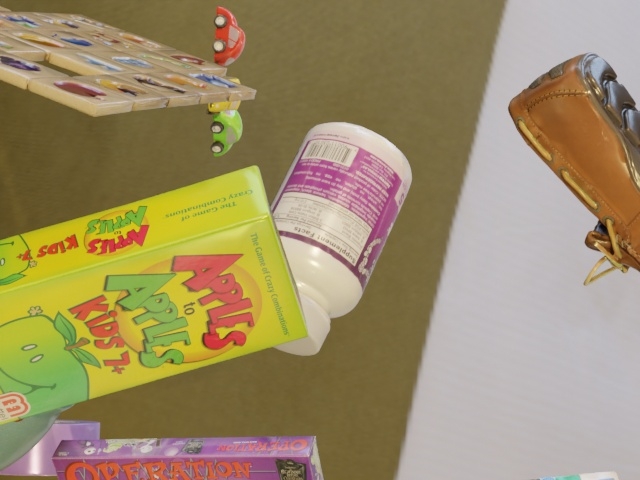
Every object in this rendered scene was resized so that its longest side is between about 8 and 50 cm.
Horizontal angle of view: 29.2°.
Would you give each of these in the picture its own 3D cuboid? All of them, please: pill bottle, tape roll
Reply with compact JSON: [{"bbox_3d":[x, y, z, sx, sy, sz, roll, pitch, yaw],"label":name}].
[{"bbox_3d":[0.000,0.000,1.694,0.169,0.169,0.301,41,62,-31],"label":"pill bottle"},{"bbox_3d":[-0.444,0.324,1.936,0.189,0.189,0.080,8,82,-40],"label":"tape roll"}]

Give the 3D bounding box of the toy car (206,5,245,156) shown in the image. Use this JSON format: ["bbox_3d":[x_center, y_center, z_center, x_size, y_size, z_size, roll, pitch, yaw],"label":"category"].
[{"bbox_3d":[-0.152,-0.232,2.009,0.225,0.053,0.239,94,-2,-46],"label":"toy car"}]

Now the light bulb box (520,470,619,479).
[{"bbox_3d":[0.189,0.482,1.329,0.225,0.361,0.358,4,56,-38],"label":"light bulb box"}]

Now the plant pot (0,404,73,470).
[{"bbox_3d":[-0.431,0.159,1.582,0.293,0.196,0.293,-18,90,-76],"label":"plant pot"}]

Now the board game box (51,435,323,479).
[{"bbox_3d":[-0.161,0.350,1.602,0.056,0.346,0.208,-65,148,-62],"label":"board game box"}]

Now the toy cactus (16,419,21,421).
[{"bbox_3d":[-0.395,0.112,1.348,0.219,0.112,0.180,27,111,-22],"label":"toy cactus"}]

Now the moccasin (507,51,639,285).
[{"bbox_3d":[0.354,-0.028,1.403,0.380,0.147,0.139,49,38,-10],"label":"moccasin"}]

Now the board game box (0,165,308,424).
[{"bbox_3d":[-0.106,0.031,0.646,0.181,0.043,0.092,-16,132,0],"label":"board game box"}]

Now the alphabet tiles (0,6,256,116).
[{"bbox_3d":[-0.155,-0.115,0.724,0.237,0.198,0.009,-22,132,-68],"label":"alphabet tiles"}]
